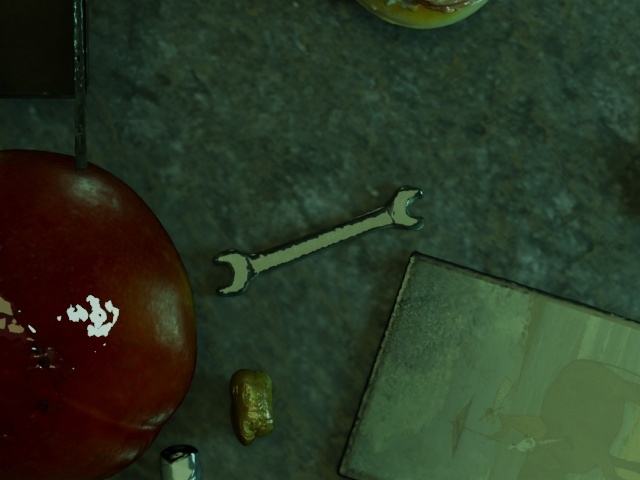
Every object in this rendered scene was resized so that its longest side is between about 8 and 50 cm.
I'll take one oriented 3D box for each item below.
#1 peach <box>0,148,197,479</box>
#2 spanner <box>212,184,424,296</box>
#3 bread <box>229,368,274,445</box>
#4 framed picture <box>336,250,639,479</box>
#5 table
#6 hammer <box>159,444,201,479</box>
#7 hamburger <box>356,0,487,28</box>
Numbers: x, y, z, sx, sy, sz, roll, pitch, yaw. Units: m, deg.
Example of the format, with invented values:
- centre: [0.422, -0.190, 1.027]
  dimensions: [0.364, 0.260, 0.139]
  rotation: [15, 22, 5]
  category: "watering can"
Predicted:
- centre: [-0.291, 0.086, 1.438]
  dimensions: [0.370, 0.370, 0.370]
  rotation: [0, 82, 0]
  category: "peach"
- centre: [0.000, 0.000, 1.621]
  dimensions: [0.254, 0.015, 0.054]
  rotation: [-20, 83, -3]
  category: "spanner"
- centre: [-0.073, 0.176, 1.568]
  dimensions: [0.046, 0.081, 0.083]
  rotation: [-2, 115, -10]
  category: "bread"
- centre: [0.217, 0.183, 1.568]
  dimensions: [0.347, 0.016, 0.265]
  rotation: [19, 83, 14]
  category: "framed picture"
- centre: [-0.345, -0.197, 1.406]
  dimensions: [0.250, 0.282, 0.196]
  rotation: [1, 115, -10]
  category: "table"
- centre: [-0.132, 0.431, 1.553]
  dimensions: [0.152, 0.044, 0.427]
  rotation: [-1, 81, 0]
  category: "hammer"
- centre: [0.115, -0.344, 1.603]
  dimensions: [0.236, 0.147, 0.237]
  rotation: [0, 80, -3]
  category: "hamburger"
